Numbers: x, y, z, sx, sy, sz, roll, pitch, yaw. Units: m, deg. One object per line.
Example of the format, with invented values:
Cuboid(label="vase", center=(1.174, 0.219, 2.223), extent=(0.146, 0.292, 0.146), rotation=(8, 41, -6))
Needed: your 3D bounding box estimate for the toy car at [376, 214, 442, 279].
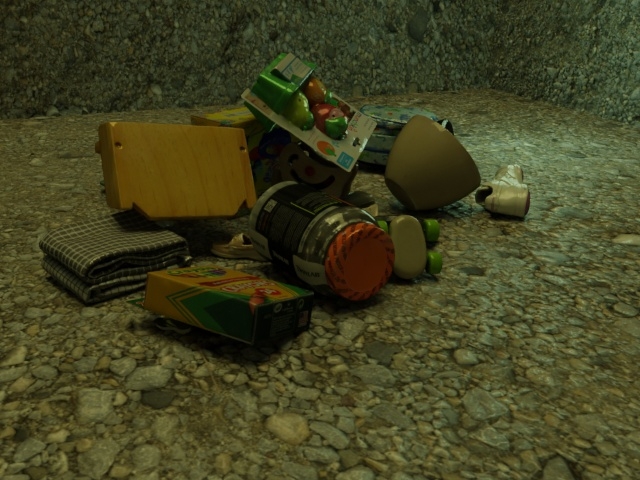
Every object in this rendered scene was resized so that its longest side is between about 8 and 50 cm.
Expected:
Cuboid(label="toy car", center=(0.181, 0.025, 1.724), extent=(0.155, 0.149, 0.188), rotation=(-1, -8, -14))

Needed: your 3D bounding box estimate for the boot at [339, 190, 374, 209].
Cuboid(label="boot", center=(0.029, -0.105, 2.088), extent=(0.189, 0.076, 0.208), rotation=(12, 26, 29))

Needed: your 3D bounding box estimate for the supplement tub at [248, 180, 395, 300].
Cuboid(label="supplement tub", center=(0.000, 0.000, 1.618), extent=(0.207, 0.207, 0.338), rotation=(-13, 24, -30))

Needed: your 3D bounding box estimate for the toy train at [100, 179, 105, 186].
Cuboid(label="toy train", center=(-0.566, -0.201, 2.272), extent=(0.190, 0.142, 0.334), rotation=(1, 15, -34))

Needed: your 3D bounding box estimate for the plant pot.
Cuboid(label="plant pot", center=(0.299, -0.198, 2.123), extent=(0.191, 0.284, 0.284), rotation=(-42, 33, -9))

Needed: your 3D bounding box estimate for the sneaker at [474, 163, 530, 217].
Cuboid(label="sneaker", center=(0.536, -0.160, 2.174), extent=(0.152, 0.114, 0.305), rotation=(3, 21, 5))

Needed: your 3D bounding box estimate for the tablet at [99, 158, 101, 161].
Cuboid(label="tablet", center=(-0.629, -0.260, 2.205), extent=(0.083, 0.006, 0.054), rotation=(-10, 30, 19))

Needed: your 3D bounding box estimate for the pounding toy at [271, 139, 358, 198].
Cuboid(label="pounding toy", center=(-0.017, -0.209, 2.065), extent=(0.269, 0.154, 0.155), rotation=(9, 17, 24))

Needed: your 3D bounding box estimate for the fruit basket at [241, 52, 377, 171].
Cuboid(label="fruit basket", center=(-0.016, -0.370, 2.023), extent=(0.353, 0.165, 0.327), rotation=(30, 37, 0))

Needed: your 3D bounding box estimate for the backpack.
Cuboid(label="backpack", center=(0.274, -0.361, 2.573), extent=(0.355, 0.273, 0.290), rotation=(-5, 24, 22))

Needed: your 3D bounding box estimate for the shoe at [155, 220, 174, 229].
Cuboid(label="shoe", center=(-0.476, -0.017, 1.889), extent=(0.219, 0.058, 0.076), rotation=(-14, -6, -43))

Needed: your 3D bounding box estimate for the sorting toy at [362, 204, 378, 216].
Cuboid(label="sorting toy", center=(0.115, -0.070, 2.044), extent=(0.075, 0.045, 0.083), rotation=(-8, 7, 31))

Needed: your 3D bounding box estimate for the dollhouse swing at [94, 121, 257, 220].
Cuboid(label="dollhouse swing", center=(-0.402, -0.160, 1.886), extent=(0.346, 0.315, 0.305), rotation=(-2, -17, -31))

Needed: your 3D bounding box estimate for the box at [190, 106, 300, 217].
Cuboid(label="box", center=(-0.214, -0.245, 2.163), extent=(0.290, 0.279, 0.177), rotation=(-19, 29, -40))

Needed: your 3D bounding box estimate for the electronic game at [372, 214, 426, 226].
Cuboid(label="electronic game", center=(0.197, -0.026, 1.909), extent=(0.229, 0.048, 0.229), rotation=(1, 13, 0))

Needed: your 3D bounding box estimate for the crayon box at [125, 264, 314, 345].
Cuboid(label="crayon box", center=(-0.200, 0.113, 1.430), extent=(0.318, 0.081, 0.202), rotation=(12, 9, 29))

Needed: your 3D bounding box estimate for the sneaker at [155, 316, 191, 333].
Cuboid(label="sneaker", center=(-0.291, 0.159, 1.434), extent=(0.083, 0.035, 0.031), rotation=(9, 22, 22))

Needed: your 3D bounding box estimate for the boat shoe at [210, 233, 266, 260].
Cuboid(label="boat shoe", center=(-0.192, 0.011, 1.796), extent=(0.170, 0.059, 0.063), rotation=(4, 21, 11))

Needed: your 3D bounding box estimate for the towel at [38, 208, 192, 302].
Cuboid(label="towel", center=(-0.468, 0.026, 1.669), extent=(0.283, 0.121, 0.235), rotation=(-19, 28, -41))
